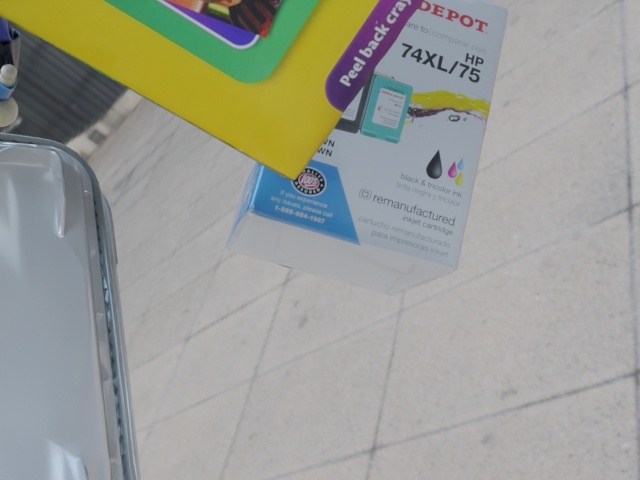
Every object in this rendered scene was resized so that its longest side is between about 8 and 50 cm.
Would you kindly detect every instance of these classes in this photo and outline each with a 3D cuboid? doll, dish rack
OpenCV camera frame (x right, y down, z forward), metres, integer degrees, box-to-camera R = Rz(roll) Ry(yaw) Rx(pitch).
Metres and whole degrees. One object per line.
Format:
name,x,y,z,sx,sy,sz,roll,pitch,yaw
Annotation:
doll,-0.332,-0.206,0.791,0.129,0.046,0.189,-127,38,-48
dish rack,-0.232,0.060,0.400,0.072,0.286,0.332,-49,47,47

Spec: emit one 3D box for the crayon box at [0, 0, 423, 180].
crayon box,-0.049,-0.260,0.391,0.363,0.313,0.106,-53,20,22

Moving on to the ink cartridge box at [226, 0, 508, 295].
ink cartridge box,0.041,-0.108,0.786,0.197,0.198,0.270,139,145,-73
